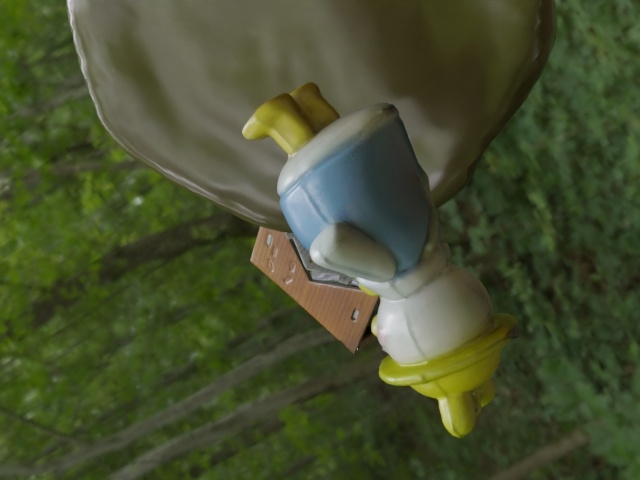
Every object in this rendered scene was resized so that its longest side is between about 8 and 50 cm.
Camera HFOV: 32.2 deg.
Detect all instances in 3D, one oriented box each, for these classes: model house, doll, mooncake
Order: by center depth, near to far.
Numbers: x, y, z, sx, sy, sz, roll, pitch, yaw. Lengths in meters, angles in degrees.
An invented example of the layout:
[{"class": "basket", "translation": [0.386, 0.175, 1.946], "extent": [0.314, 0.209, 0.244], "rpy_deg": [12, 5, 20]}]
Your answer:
[{"class": "doll", "translation": [0.046, 0.008, 0.695], "extent": [0.241, 0.099, 0.135], "rpy_deg": [62, 179, -4]}, {"class": "mooncake", "translation": [-0.001, -0.198, 0.882], "extent": [0.378, 0.378, 0.201], "rpy_deg": [53, -155, -15]}, {"class": "model house", "translation": [0.000, 0.000, 1.123], "extent": [0.219, 0.136, 0.207], "rpy_deg": [39, 179, 18]}]
